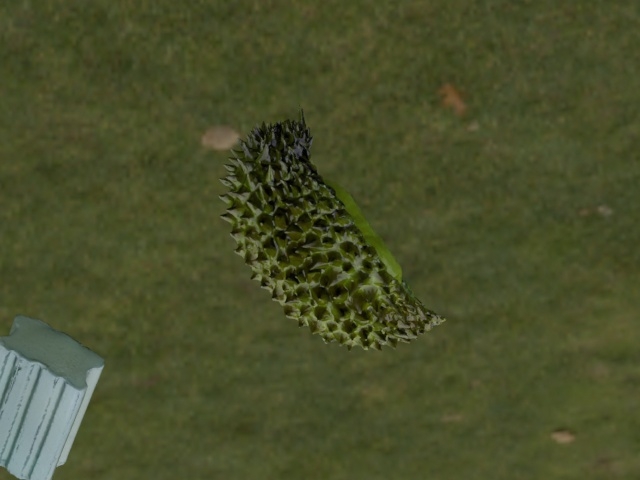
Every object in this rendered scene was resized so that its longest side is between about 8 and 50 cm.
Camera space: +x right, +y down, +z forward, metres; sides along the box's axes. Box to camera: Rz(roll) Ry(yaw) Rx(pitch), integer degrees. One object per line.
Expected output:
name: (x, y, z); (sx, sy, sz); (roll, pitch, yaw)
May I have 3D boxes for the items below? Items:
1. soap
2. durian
soap: (-0.320, 0.182, 1.621); (0.114, 0.063, 0.198); (30, 132, 2)
durian: (0.000, 0.000, 1.849); (0.158, 0.352, 0.169); (-41, 171, 23)
